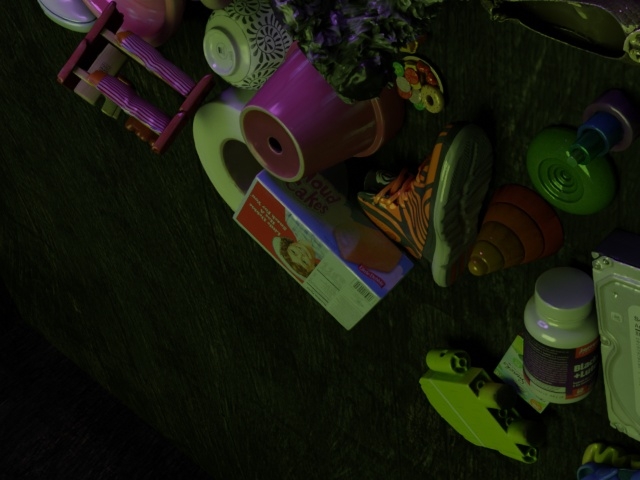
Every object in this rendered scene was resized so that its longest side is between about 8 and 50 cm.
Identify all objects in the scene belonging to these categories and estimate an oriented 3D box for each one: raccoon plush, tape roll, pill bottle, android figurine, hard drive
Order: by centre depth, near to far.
[{"bbox_3d":[0.067,-0.363,1.209,0.216,0.299,0.446,48,-171,-29],"label":"raccoon plush"},{"bbox_3d":[0.474,0.161,1.300,0.237,0.064,0.338,23,142,40],"label":"hard drive"},{"bbox_3d":[0.338,0.130,1.412,0.108,0.108,0.193,30,147,34],"label":"pill bottle"},{"bbox_3d":[-0.087,-0.135,1.722,0.286,0.100,0.286,35,149,25],"label":"tape roll"},{"bbox_3d":[0.270,0.284,1.732,0.248,0.056,0.273,50,162,-11],"label":"android figurine"}]

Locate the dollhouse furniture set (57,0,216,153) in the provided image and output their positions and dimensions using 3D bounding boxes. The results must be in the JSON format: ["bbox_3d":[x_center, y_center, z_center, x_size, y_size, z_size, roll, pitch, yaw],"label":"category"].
[{"bbox_3d":[-0.303,-0.263,1.737,0.201,0.152,0.374,36,179,-7],"label":"dollhouse furniture set"}]

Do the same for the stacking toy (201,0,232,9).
[{"bbox_3d":[-0.275,-0.439,1.464,0.330,0.141,0.141,17,144,12],"label":"stacking toy"}]

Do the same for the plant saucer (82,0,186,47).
[{"bbox_3d":[-0.328,-0.482,1.667,0.332,0.084,0.332,36,150,25],"label":"plant saucer"}]

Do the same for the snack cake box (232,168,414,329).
[{"bbox_3d":[0.000,0.000,1.568,0.264,0.089,0.152,44,152,3],"label":"snack cake box"}]

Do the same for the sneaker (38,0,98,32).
[{"bbox_3d":[-0.507,-0.495,1.902,0.258,0.094,0.091,44,156,14],"label":"sneaker"}]

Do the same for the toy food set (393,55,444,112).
[{"bbox_3d":[0.134,-0.214,1.382,0.083,0.020,0.083,18,139,46],"label":"toy food set"}]

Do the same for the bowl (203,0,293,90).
[{"bbox_3d":[-0.127,-0.299,1.559,0.170,0.080,0.170,27,131,36],"label":"bowl"}]

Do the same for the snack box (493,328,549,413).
[{"bbox_3d":[0.335,0.201,1.578,0.100,0.037,0.141,43,153,17],"label":"snack box"}]

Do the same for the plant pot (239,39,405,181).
[{"bbox_3d":[-0.009,-0.185,1.458,0.201,0.180,0.201,35,148,26],"label":"plant pot"}]

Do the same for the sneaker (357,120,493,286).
[{"bbox_3d":[0.136,-0.072,1.444,0.180,0.125,0.321,35,149,24],"label":"sneaker"}]

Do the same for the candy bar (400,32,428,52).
[{"bbox_3d":[0.077,-0.276,1.367,0.161,0.040,0.018,22,142,42],"label":"candy bar"}]

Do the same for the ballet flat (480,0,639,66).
[{"bbox_3d":[0.276,-0.239,1.100,0.250,0.058,0.084,31,148,33],"label":"ballet flat"}]

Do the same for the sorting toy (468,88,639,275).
[{"bbox_3d":[0.273,-0.047,1.271,0.127,0.126,0.365,45,153,10],"label":"sorting toy"}]

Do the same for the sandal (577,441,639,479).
[{"bbox_3d":[0.482,0.380,1.481,0.126,0.138,0.317,56,150,-6],"label":"sandal"}]
